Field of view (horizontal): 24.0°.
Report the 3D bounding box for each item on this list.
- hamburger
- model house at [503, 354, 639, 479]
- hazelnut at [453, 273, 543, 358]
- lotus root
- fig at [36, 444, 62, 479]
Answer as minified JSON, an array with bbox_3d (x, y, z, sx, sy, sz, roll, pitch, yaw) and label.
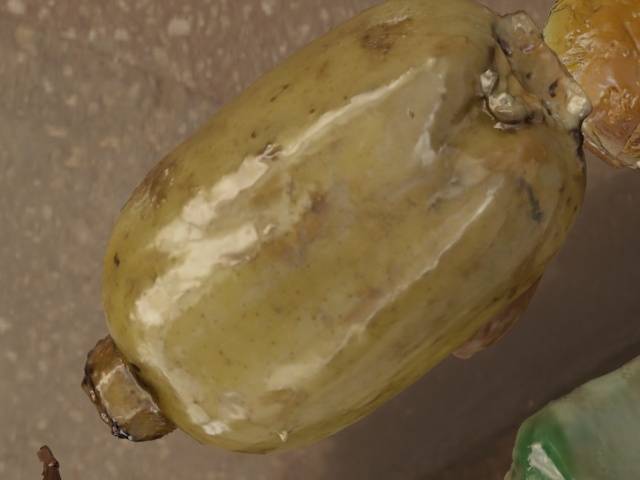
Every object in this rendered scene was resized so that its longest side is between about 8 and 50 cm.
[{"bbox_3d":[0.218,-0.146,1.196,0.102,0.176,0.087,8,166,-32],"label":"hamburger"},{"bbox_3d":[0.264,0.263,1.047,0.245,0.312,0.280,-25,152,-34],"label":"model house"},{"bbox_3d":[0.140,0.012,1.489,0.176,0.214,0.214,-5,131,26],"label":"hazelnut"},{"bbox_3d":[0.000,0.000,0.721,0.284,0.160,0.146,-38,160,13],"label":"lotus root"},{"bbox_3d":[-0.224,0.251,1.282,0.146,0.201,0.134,10,142,-6],"label":"fig"}]
